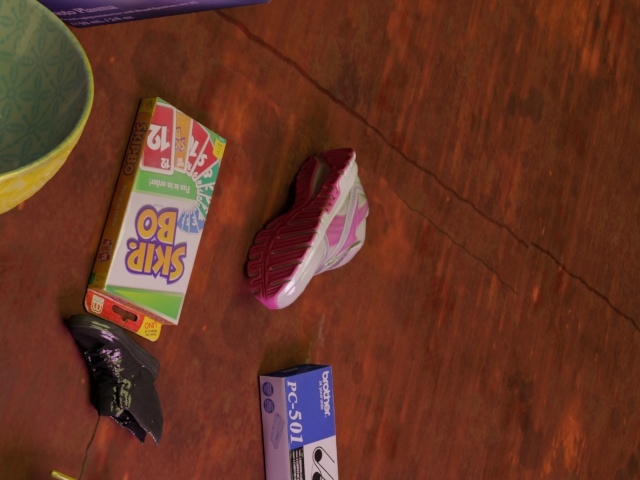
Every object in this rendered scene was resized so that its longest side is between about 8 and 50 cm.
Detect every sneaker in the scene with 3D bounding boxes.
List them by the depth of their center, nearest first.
[{"bbox_3d":[-0.227,0.155,1.575,0.170,0.051,0.089,44,53,-45],"label":"sneaker"},{"bbox_3d":[0.000,0.000,1.816,0.111,0.103,0.252,56,50,-32],"label":"sneaker"}]

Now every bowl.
[{"bbox_3d":[-0.363,-0.105,1.303,0.289,0.289,0.156,-42,163,-43],"label":"bowl"}]

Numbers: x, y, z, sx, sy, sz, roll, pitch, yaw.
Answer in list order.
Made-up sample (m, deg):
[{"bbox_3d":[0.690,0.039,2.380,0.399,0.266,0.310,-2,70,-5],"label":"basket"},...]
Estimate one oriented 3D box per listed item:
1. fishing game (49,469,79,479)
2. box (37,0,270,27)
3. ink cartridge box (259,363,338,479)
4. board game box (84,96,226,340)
[{"bbox_3d":[-0.293,0.380,1.504,0.189,0.041,0.264,27,74,-39],"label":"fishing game"},{"bbox_3d":[-0.237,-0.342,1.380,0.294,0.296,0.183,20,75,-48],"label":"box"},{"bbox_3d":[-0.026,0.268,1.825,0.097,0.046,0.207,-8,96,-51],"label":"ink cartridge box"},{"bbox_3d":[-0.189,-0.023,1.642,0.124,0.039,0.259,31,69,-46],"label":"board game box"}]
